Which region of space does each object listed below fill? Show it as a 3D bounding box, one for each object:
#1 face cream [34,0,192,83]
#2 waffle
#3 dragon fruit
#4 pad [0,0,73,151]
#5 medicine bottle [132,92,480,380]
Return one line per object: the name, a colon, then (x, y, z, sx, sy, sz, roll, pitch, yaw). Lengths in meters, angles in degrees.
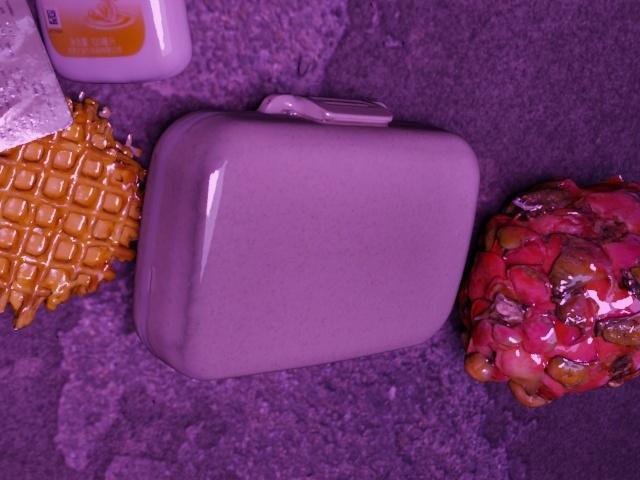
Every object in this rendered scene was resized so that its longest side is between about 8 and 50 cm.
face cream: (-0.182, -0.273, 0.711, 0.071, 0.144, 0.291, -45, 136, -56)
waffle: (-0.247, -0.034, 0.800, 0.197, 0.070, 0.193, -42, 123, -13)
dragon fruit: (0.290, 0.073, 1.047, 0.291, 0.250, 0.269, -33, 140, -22)
pad: (-0.315, -0.188, 0.694, 0.160, 0.009, 0.265, -24, 103, -21)
medicine bottle: (0.000, 0.000, 0.893, 0.375, 0.123, 0.282, -3, 108, -39)
